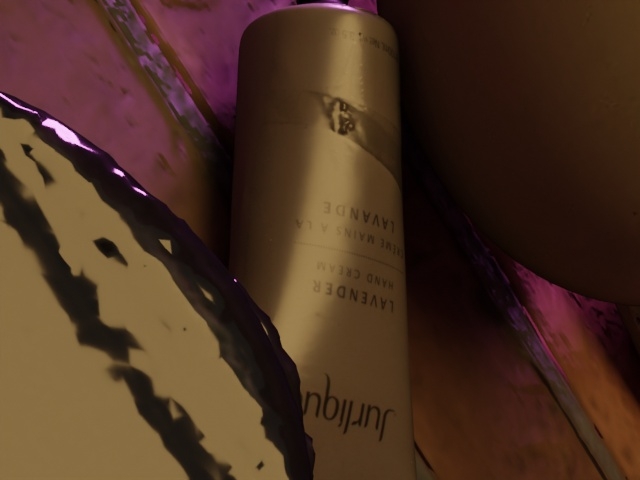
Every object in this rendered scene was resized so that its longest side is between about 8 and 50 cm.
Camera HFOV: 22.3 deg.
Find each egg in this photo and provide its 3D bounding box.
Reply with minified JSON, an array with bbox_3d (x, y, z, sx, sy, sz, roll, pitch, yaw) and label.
[{"bbox_3d":[0.113,-0.088,0.596,0.186,0.186,0.241,26,51,-36],"label":"egg"}]

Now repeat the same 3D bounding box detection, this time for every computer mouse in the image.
[{"bbox_3d":[-0.123,0.076,0.332,0.295,0.087,0.168,-35,93,-38],"label":"computer mouse"}]

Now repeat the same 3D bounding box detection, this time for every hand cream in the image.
[{"bbox_3d":[0.000,0.000,0.536,0.087,0.054,0.186,16,64,-38],"label":"hand cream"}]

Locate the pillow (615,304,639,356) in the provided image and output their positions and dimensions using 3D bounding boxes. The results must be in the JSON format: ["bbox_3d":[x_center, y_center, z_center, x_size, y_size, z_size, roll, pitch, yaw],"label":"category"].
[{"bbox_3d":[0.184,-0.004,0.731,0.119,0.053,0.208,58,41,-7],"label":"pillow"}]
